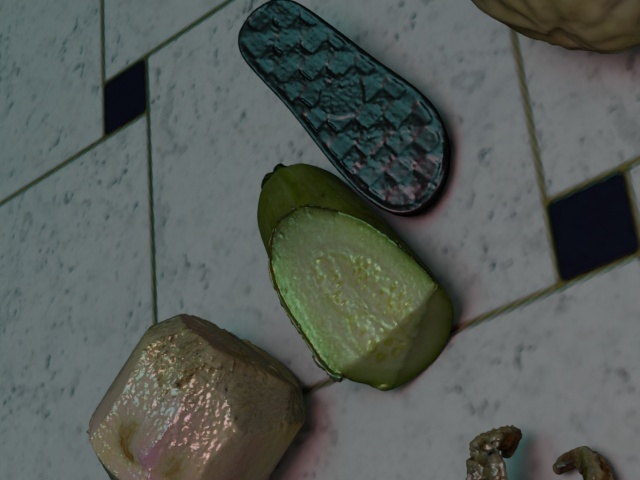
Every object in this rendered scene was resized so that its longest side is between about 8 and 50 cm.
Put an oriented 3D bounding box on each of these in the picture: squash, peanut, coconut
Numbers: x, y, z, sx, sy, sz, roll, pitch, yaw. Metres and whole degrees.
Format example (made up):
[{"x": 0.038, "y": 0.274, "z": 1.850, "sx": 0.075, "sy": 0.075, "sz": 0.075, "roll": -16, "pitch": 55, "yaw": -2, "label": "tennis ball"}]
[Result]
[{"x": -0.002, "y": 0.001, "z": 0.835, "sx": 0.200, "sy": 0.075, "sz": 0.090, "roll": 50, "pitch": 135, "yaw": 45, "label": "squash"}, {"x": 0.121, "y": -0.201, "z": 0.773, "sx": 0.123, "sy": 0.123, "sz": 0.257, "roll": -41, "pitch": 47, "yaw": 25, "label": "peanut"}, {"x": -0.080, "y": 0.117, "z": 0.837, "sx": 0.116, "sy": 0.116, "sz": 0.122, "roll": 35, "pitch": 98, "yaw": 46, "label": "coconut"}]

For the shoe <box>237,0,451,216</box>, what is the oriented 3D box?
[{"x": 0.021, "y": -0.084, "z": 0.865, "sx": 0.071, "sy": 0.049, "sz": 0.179, "roll": -45, "pitch": 67, "yaw": 3, "label": "shoe"}]

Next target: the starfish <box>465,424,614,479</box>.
[{"x": 0.089, "y": 0.199, "z": 0.680, "sx": 0.150, "sy": 0.053, "sz": 0.210, "roll": 22, "pitch": 91, "yaw": 51, "label": "starfish"}]
